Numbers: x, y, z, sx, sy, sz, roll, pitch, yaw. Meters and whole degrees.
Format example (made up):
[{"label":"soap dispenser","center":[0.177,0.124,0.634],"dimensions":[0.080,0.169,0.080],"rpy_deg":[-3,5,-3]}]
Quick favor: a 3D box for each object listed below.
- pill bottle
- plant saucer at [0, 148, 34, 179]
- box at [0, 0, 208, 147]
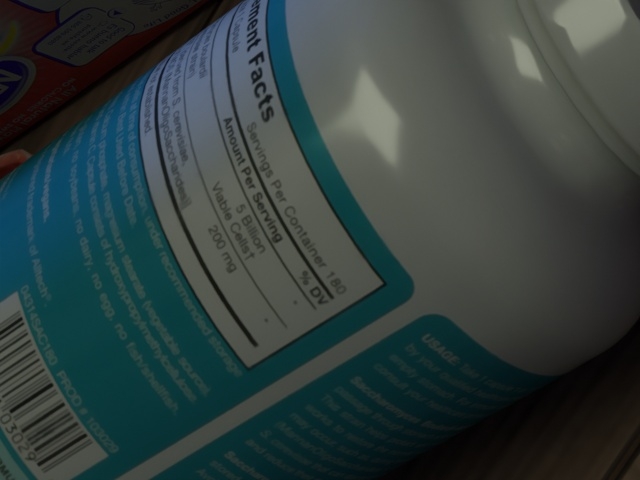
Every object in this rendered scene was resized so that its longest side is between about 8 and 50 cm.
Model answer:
[{"label":"pill bottle","center":[0.000,0.000,0.572],"dimensions":[0.264,0.146,0.146],"rpy_deg":[-32,61,26]},{"label":"plant saucer","center":[-0.184,0.122,0.741],"dimensions":[0.259,0.048,0.258],"rpy_deg":[-18,68,33]},{"label":"box","center":[-0.157,-0.132,0.722],"dimensions":[0.300,0.154,0.142],"rpy_deg":[-32,61,28]}]
